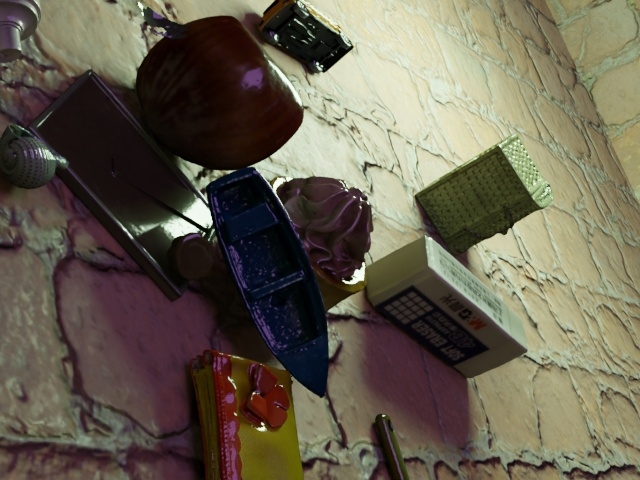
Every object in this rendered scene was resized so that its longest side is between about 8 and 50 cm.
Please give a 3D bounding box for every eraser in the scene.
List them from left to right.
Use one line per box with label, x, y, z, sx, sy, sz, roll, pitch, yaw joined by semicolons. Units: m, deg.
eraser;0.205;0.112;1.775;0.279;0.124;0.081;39;34;-35

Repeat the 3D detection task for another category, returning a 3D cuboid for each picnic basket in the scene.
picnic basket;0.311;-0.081;2.065;0.154;0.196;0.134;59;27;-1

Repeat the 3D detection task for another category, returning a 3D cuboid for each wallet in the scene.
wallet;-0.077;0.240;1.247;0.141;0.067;0.241;27;42;-43

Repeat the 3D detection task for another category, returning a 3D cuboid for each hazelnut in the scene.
hazelnut;-0.138;-0.189;1.474;0.212;0.181;0.181;50;5;10

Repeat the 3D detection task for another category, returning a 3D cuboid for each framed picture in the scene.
framed picture;-0.231;-0.073;1.354;0.265;0.018;0.192;50;29;-16

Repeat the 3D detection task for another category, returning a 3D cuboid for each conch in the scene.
conch;-0.316;-0.087;1.188;0.076;0.056;0.085;48;2;22

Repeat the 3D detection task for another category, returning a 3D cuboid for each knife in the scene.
knife;0.143;0.395;1.498;0.061;0.027;0.343;22;45;-55

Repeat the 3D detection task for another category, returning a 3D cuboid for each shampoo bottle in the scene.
shampoo bottle;-0.381;-0.333;1.286;0.092;0.092;0.303;20;48;-51

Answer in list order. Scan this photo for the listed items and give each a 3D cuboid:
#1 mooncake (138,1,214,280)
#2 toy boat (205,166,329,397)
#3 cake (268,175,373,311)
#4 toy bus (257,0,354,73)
mooncake;-0.174;-0.128;1.340;0.150;0.057;0.346;26;58;-39
toy boat;-0.058;0.057;1.379;0.299;0.096;0.062;67;-16;0
cake;0.000;0.000;1.497;0.185;0.178;0.207;4;62;-59
toy bus;-0.032;-0.366;1.904;0.194;0.083;0.088;25;33;-51
